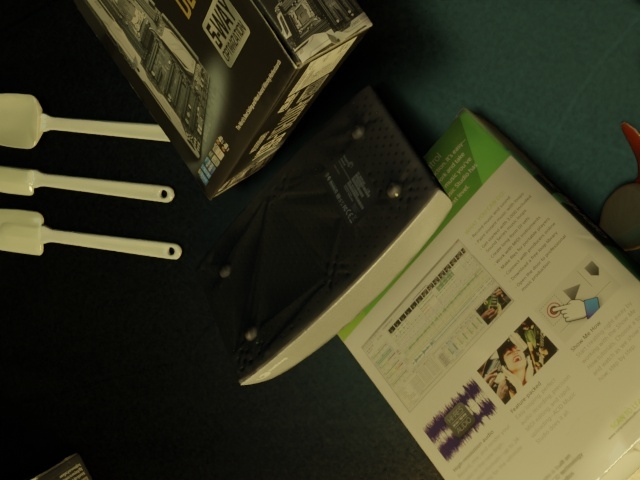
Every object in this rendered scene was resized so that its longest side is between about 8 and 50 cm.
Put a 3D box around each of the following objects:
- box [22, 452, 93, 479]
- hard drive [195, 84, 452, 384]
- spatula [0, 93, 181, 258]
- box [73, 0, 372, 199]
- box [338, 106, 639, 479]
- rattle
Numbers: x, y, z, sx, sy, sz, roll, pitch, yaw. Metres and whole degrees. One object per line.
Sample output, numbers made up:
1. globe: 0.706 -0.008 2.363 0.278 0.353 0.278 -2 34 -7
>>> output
1. box: -0.300 0.334 1.090 0.156 0.093 0.158 -28 88 17
2. hard drive: 0.000 0.000 0.940 0.254 0.054 0.172 -46 45 19
3. spatula: -0.254 -0.062 1.064 0.242 0.019 0.168 6 98 15
4. box: -0.101 -0.194 0.870 0.076 0.307 0.242 -34 87 -23
5. box: 0.151 0.071 0.873 0.232 0.058 0.322 -49 55 16
6. rattle: 0.306 0.011 0.900 0.143 0.130 0.199 18 65 -15
